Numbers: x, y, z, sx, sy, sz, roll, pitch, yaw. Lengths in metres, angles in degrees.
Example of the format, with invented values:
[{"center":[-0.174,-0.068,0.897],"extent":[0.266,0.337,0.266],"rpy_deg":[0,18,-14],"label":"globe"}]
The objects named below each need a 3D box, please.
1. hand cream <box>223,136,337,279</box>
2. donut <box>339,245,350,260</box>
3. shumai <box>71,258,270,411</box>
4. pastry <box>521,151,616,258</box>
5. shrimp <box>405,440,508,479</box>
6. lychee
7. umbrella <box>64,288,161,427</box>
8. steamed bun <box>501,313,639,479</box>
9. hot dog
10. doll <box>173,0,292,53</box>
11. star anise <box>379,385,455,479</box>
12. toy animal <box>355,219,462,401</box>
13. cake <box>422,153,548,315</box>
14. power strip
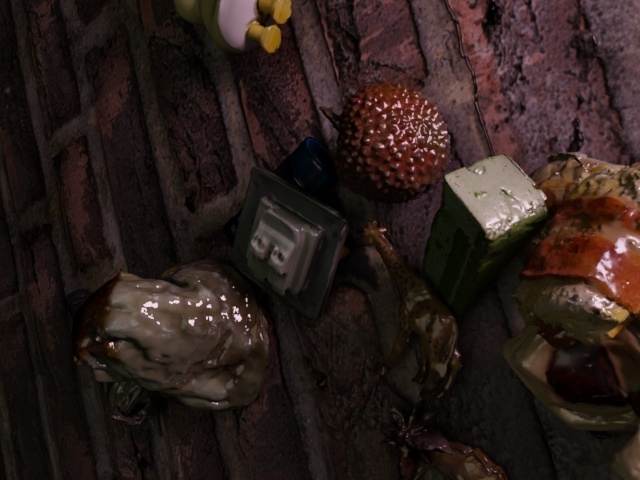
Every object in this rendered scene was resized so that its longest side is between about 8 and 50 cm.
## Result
[{"center":[-0.078,-0.053,0.968],"extent":[0.270,0.061,0.120],"rpy_deg":[-44,66,32],"label":"hand cream"},{"center":[0.000,0.000,0.923],"extent":[0.067,0.038,0.083],"rpy_deg":[-32,75,34],"label":"donut"},{"center":[-0.273,0.177,0.978],"extent":[0.309,0.264,0.304],"rpy_deg":[-49,63,25],"label":"shumai"},{"center":[0.304,-0.031,0.690],"extent":[0.154,0.081,0.153],"rpy_deg":[5,101,28],"label":"pastry"},{"center":[0.163,0.394,0.812],"extent":[0.253,0.058,0.173],"rpy_deg":[-50,57,21],"label":"shrimp"},{"center":[0.084,-0.136,0.790],"extent":[0.198,0.165,0.165],"rpy_deg":[17,101,17],"label":"lychee"},{"center":[-0.440,0.230,1.207],"extent":[0.358,0.106,0.113],"rpy_deg":[44,105,34],"label":"umbrella"},{"center":[0.403,0.118,0.569],"extent":[0.428,0.189,0.247],"rpy_deg":[-34,80,29],"label":"steamed bun"},{"center":[0.287,0.014,0.583],"extent":[0.103,0.146,0.213],"rpy_deg":[35,90,-12],"label":"hot dog"},{"center":[-0.167,-0.413,0.995],"extent":[0.296,0.117,0.141],"rpy_deg":[41,119,41],"label":"doll"},{"center":[0.125,0.270,0.831],"extent":[0.124,0.056,0.129],"rpy_deg":[-43,55,31],"label":"star anise"},{"center":[0.126,0.095,0.823],"extent":[0.149,0.054,0.275],"rpy_deg":[-18,82,49],"label":"toy animal"},{"center":[0.172,0.013,0.721],"extent":[0.100,0.099,0.235],"rpy_deg":[56,145,27],"label":"cake"},{"center":[-0.068,0.013,0.909],"extent":[0.198,0.065,0.213],"rpy_deg":[30,123,23],"label":"power strip"}]
